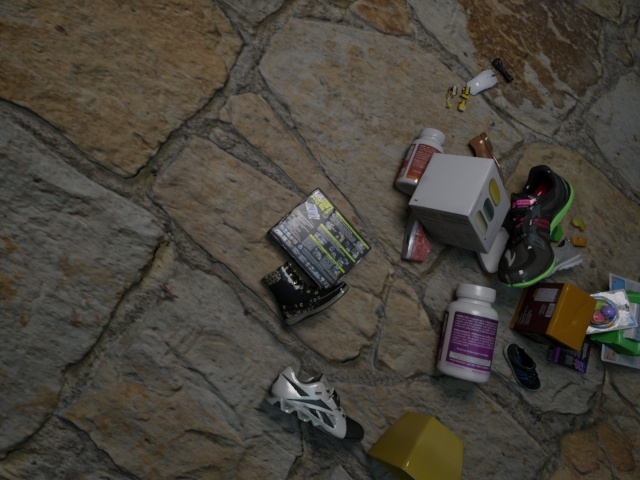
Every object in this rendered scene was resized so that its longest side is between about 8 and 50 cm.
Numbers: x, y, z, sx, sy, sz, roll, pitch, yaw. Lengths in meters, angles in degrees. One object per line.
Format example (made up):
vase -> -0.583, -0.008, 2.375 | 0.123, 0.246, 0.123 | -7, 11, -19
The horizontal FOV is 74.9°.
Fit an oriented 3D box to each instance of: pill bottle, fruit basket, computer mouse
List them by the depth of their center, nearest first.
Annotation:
pill bottle -> 0.493, 0.301, 1.384 | 0.170, 0.169, 0.301 | 15, 82, -13
pill bottle -> 0.346, -0.265, 1.418 | 0.121, 0.121, 0.215 | 26, 80, -11
computer mouse -> 0.631, -0.605, 1.561 | 0.193, 0.042, 0.105 | -33, 95, -15
fruit basket -> 1.196, 0.317, 1.571 | 0.354, 0.165, 0.326 | 16, 82, -16

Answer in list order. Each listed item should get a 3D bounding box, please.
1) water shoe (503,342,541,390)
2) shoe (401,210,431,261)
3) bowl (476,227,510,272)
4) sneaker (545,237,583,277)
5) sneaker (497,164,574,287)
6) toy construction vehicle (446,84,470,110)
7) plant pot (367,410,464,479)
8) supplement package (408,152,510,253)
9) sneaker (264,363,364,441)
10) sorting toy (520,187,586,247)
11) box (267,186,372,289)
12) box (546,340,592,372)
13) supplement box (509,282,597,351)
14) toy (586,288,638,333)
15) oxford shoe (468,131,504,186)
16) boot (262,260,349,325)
water shoe -> 0.725, 0.457, 1.477 | 0.073, 0.080, 0.203 | -38, 95, -14
shoe -> 0.336, -0.015, 1.428 | 0.081, 0.063, 0.177 | 13, 88, -15
bowl -> 0.619, 0.034, 1.499 | 0.142, 0.053, 0.141 | -22, 91, -14
sneaker -> 0.804, 0.075, 1.523 | 0.282, 0.105, 0.115 | -18, 81, -13
sneaker -> 0.688, -0.053, 1.399 | 0.202, 0.185, 0.482 | 41, 63, -24
toy construction vehicle -> 0.502, -0.525, 1.529 | 0.086, 0.035, 0.098 | 11, 85, -24
plant pot -> 0.316, 0.661, 1.300 | 0.212, 0.212, 0.187 | 41, 64, -8
supplement package -> 0.451, -0.116, 1.334 | 0.263, 0.198, 0.199 | 40, 74, -47
sneaker -> 0.011, 0.491, 1.267 | 0.331, 0.122, 0.146 | 31, 80, -11
sorting toy -> 0.889, -0.069, 1.583 | 0.308, 0.041, 0.228 | 7, 84, -14
box -> 0.000, 0.000, 1.338 | 0.216, 0.060, 0.270 | -44, 97, -14
box -> 0.931, 0.417, 1.561 | 0.162, 0.029, 0.115 | 21, 80, -10
supplement box -> 0.804, 0.259, 1.455 | 0.129, 0.194, 0.191 | 29, 79, -11
toy -> 0.974, 0.259, 1.492 | 0.238, 0.056, 0.136 | -17, 69, 25
oxford shoe -> 0.607, -0.283, 1.526 | 0.076, 0.076, 0.212 | -27, 95, 15
boot -> -0.050, 0.137, 1.262 | 0.237, 0.085, 0.178 | -31, 90, 20
